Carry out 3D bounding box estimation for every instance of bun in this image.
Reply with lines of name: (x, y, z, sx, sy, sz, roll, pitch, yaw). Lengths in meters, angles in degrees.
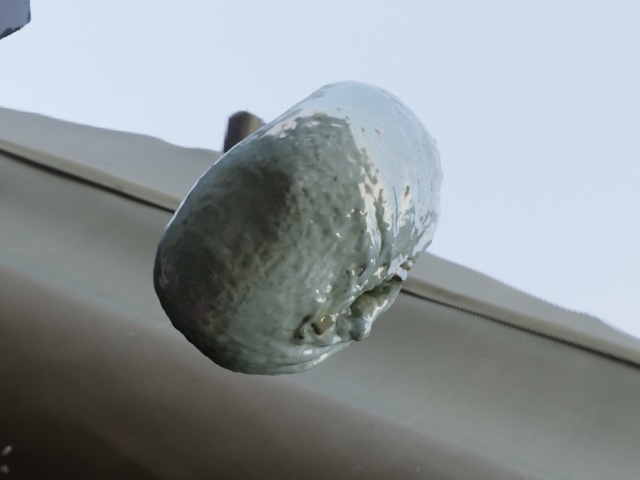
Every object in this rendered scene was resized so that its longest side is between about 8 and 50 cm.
bun: (0.000, 0.000, 0.386, 0.083, 0.141, 0.140, 42, -72, 14)

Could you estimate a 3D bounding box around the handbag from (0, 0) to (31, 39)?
handbag: (-0.331, -0.228, 0.565, 0.122, 0.303, 0.329, 16, -53, 20)
